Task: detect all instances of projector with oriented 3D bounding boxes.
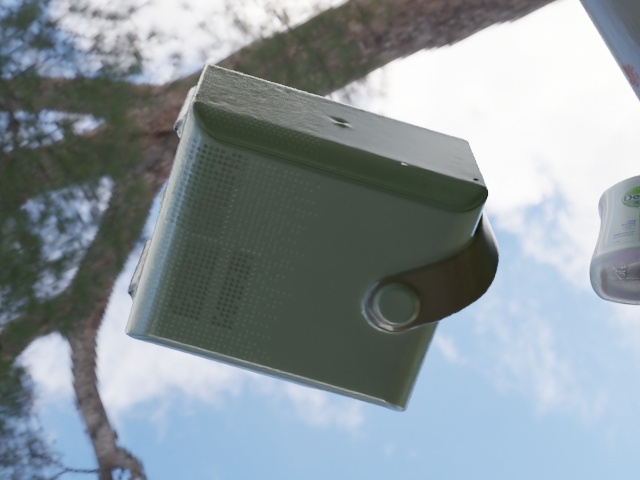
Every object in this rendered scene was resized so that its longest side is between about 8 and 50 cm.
[{"bbox_3d":[0.000,0.000,0.886,0.242,0.177,0.163,15,-158,-7],"label":"projector"}]

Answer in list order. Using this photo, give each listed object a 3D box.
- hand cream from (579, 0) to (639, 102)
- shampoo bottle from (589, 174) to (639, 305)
[{"bbox_3d":[0.260,-0.158,0.943,0.089,0.139,0.314,-30,-98,-34],"label":"hand cream"},{"bbox_3d":[0.205,-0.005,0.776,0.099,0.072,0.043,-67,-31,-52],"label":"shampoo bottle"}]
